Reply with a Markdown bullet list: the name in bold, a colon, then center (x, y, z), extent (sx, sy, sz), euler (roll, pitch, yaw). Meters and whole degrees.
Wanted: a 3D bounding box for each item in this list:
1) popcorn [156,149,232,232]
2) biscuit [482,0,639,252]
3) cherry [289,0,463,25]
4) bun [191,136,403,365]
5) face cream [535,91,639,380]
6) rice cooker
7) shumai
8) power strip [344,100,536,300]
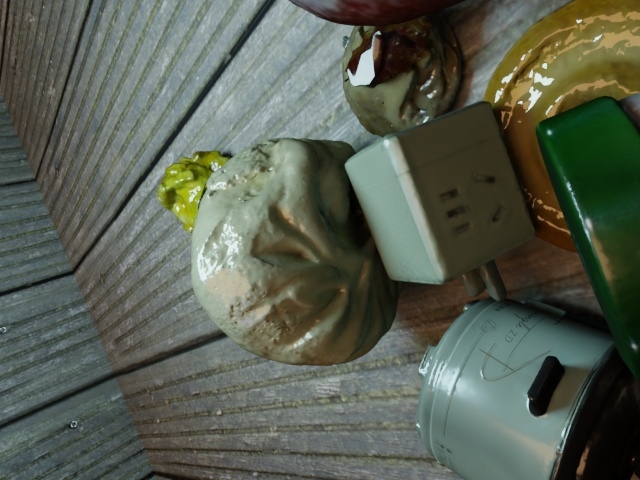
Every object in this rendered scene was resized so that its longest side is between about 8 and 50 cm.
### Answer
- **popcorn**: center (-0.266, -0.105, 1.052), extent (0.197, 0.155, 0.198), euler (19, 133, 22)
- **biscuit**: center (0.276, -0.108, 0.509), extent (0.213, 0.091, 0.274), euler (-18, 94, 47)
- **cherry**: center (0.060, -0.374, 0.426), extent (0.335, 0.291, 0.326), euler (13, 145, 49)
- **bun**: center (0.000, 0.000, 0.673), extent (0.211, 0.359, 0.360), euler (-21, 90, 42)
- **face cream**: center (0.351, -0.051, 0.291), extent (0.357, 0.219, 0.312), euler (-21, 124, 25)
- **rice cooker**: center (0.258, 0.197, 0.544), extent (0.227, 0.241, 0.280), euler (20, 157, 46)
- **shumai**: center (0.089, -0.229, 0.638), extent (0.201, 0.120, 0.201), euler (18, 117, 38)
- **power strip**: center (0.145, -0.024, 0.553), extent (0.224, 0.140, 0.139), euler (69, 162, -5)
